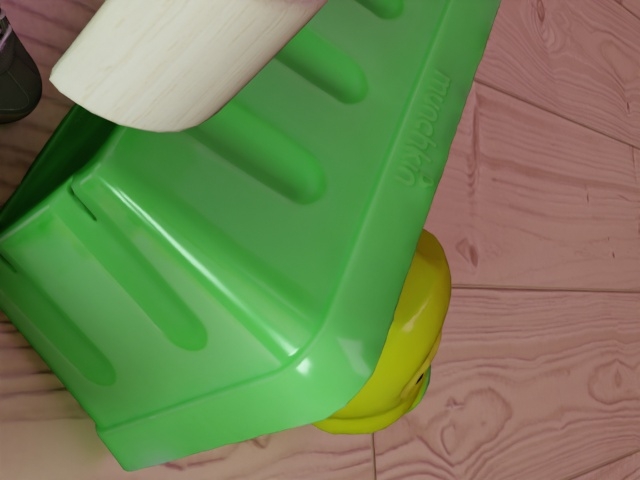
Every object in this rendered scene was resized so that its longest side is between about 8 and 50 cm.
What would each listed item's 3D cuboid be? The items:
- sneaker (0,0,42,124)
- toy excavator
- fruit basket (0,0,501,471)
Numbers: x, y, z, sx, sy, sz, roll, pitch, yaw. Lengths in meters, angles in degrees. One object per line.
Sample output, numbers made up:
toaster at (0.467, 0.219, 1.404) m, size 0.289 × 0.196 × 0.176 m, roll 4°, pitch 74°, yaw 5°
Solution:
sneaker at (-0.205, -0.126, 0.536) m, size 0.192 × 0.086 × 0.064 m, roll 40°, pitch 52°, yaw -46°
toy excavator at (-0.221, -0.190, 0.255) m, size 0.433 × 0.222 × 0.445 m, roll 52°, pitch 35°, yaw 2°
fruit basket at (0.000, 0.000, 0.692) m, size 0.392 × 0.283 × 0.392 m, roll 18°, pitch 61°, yaw -36°
